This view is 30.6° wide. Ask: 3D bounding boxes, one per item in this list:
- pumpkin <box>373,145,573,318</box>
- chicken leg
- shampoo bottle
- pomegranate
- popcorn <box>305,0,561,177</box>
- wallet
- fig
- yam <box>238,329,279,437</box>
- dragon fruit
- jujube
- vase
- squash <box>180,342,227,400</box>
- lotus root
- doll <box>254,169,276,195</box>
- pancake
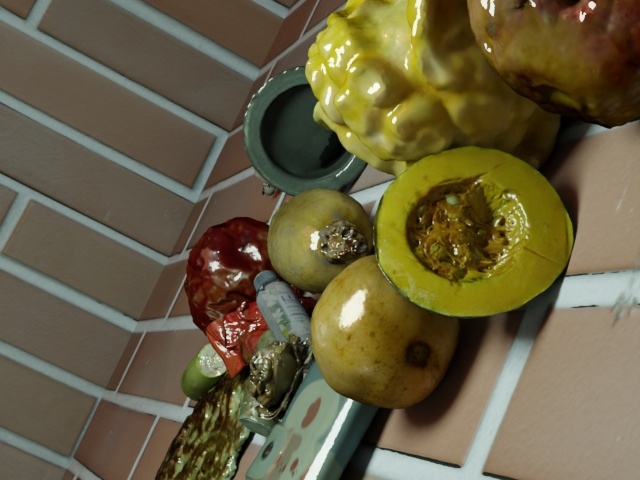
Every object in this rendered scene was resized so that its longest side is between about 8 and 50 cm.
[{"bbox_3d":[0.163,0.009,1.318,0.110,0.217,0.217,90,-162,-62],"label":"pumpkin"},{"bbox_3d":[-0.058,0.218,1.739,0.125,0.080,0.196,-47,-24,-39],"label":"chicken leg"},{"bbox_3d":[-0.055,0.122,1.883,0.072,0.072,0.214,-57,35,18],"label":"shampoo bottle"},{"bbox_3d":[0.077,0.108,1.411,0.196,0.196,0.196,-55,17,25],"label":"pomegranate"},{"bbox_3d":[0.159,-0.236,1.443,0.349,0.349,0.382,-87,19,-57],"label":"popcorn"},{"bbox_3d":[-0.030,0.307,1.561,0.360,0.083,0.252,-59,12,-14],"label":"wallet"},{"bbox_3d":[0.334,-0.293,1.255,0.368,0.286,0.286,-34,-10,-45],"label":"fig"},{"bbox_3d":[-0.082,0.232,1.890,0.078,0.078,0.179,-43,27,51],"label":"yam"},{"bbox_3d":[-0.085,0.161,2.008,0.192,0.122,0.092,-32,51,10],"label":"dragon fruit"},{"bbox_3d":[-0.146,0.077,2.118,0.232,0.213,0.213,100,-173,-60],"label":"jujube"},{"bbox_3d":[-0.029,-0.231,2.235,0.245,0.245,0.291,-59,11,12],"label":"vase"},{"bbox_3d":[-0.218,0.251,2.219,0.250,0.083,0.083,122,170,-68],"label":"squash"},{"bbox_3d":[0.000,0.000,1.868,0.169,0.151,0.342,-65,11,-2],"label":"lotus root"},{"bbox_3d":[-0.083,-0.196,2.602,0.192,0.095,0.149,-67,9,-9],"label":"doll"},{"bbox_3d":[-0.194,0.380,2.063,0.427,0.067,0.305,-59,22,6],"label":"pancake"}]
